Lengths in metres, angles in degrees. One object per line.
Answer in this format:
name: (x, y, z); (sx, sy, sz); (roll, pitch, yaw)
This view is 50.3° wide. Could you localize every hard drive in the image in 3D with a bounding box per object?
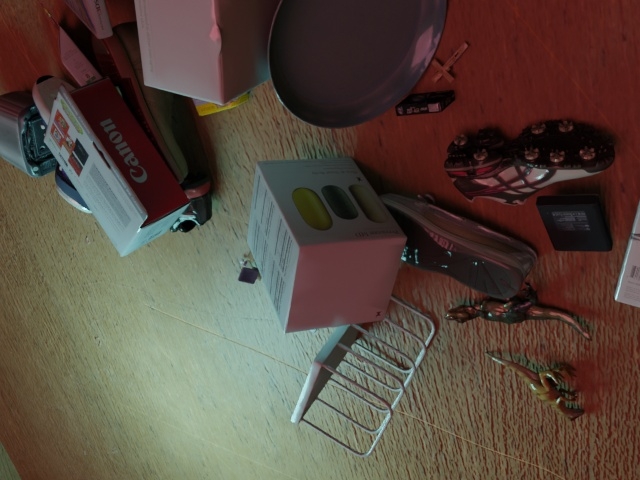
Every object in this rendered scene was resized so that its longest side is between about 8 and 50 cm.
hard drive: (0.415, -0.026, 1.113); (0.094, 0.022, 0.135); (0, 146, 34)

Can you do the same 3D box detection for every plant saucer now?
plant saucer: (0.054, -0.323, 1.057); (0.044, 0.317, 0.318); (52, 141, 40)

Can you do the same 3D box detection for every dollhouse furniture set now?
dollhouse furniture set: (-0.141, 0.035, 1.577); (0.114, 0.091, 0.081); (-67, 30, 17)

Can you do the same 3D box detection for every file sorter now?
file sorter: (0.096, 0.258, 1.378); (0.173, 0.278, 0.193); (28, 130, 11)

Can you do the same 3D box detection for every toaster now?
toaster: (-0.734, -0.278, 1.705); (0.146, 0.129, 0.227); (22, 129, 24)

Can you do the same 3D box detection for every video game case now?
video game case: (-0.494, -0.576, 1.293); (0.329, 0.036, 0.300); (45, 150, 44)

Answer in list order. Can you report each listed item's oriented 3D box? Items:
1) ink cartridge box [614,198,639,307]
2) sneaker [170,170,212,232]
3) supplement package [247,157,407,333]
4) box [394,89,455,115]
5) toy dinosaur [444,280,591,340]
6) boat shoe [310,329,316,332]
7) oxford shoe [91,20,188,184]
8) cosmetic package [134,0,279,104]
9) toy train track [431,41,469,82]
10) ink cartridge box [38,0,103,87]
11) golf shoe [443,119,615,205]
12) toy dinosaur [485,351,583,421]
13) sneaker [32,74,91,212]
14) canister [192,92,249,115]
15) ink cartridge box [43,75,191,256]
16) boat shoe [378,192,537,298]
ink cartridge box: (0.555, 0.003, 1.032); (0.158, 0.092, 0.218); (17, 127, 25)
sneaker: (-0.358, -0.079, 1.592); (0.276, 0.097, 0.135); (-2, 114, 33)
supplement package: (0.000, 0.000, 1.252); (0.263, 0.199, 0.198); (-118, 31, -47)
box: (0.178, -0.233, 1.157); (0.083, 0.067, 0.018); (2, 119, 34)
toy dinosaur: (0.357, 0.118, 1.257); (0.268, 0.064, 0.118); (5, 134, 31)
boat shoe: (-0.009, 0.129, 1.505); (0.083, 0.065, 0.183); (38, 133, 7)
oxford shoe: (-0.340, -0.287, 1.427); (0.123, 0.130, 0.348); (12, 128, 52)
cosmetic package: (-0.110, -0.370, 1.066); (0.155, 0.365, 0.197); (19, 125, 24)
toy train track: (0.216, -0.295, 1.131); (0.048, 0.014, 0.083); (49, 127, 8)
ink cartridge box: (-0.545, -0.396, 1.490); (0.225, 0.056, 0.181); (49, 171, -3)
golf shoe: (0.341, -0.121, 1.114); (0.272, 0.105, 0.120); (2, 139, 35)
toy dinosaur: (0.420, 0.273, 1.307); (0.211, 0.064, 0.112); (41, 133, 7)
sneaker: (-0.621, -0.211, 1.666); (0.236, 0.130, 0.323); (-31, 103, 38)
canister: (-0.224, -0.344, 1.357); (0.126, 0.073, 0.170); (-6, 115, 37)
ink cartridge box: (-0.414, -0.157, 1.397); (0.310, 0.130, 0.272); (57, 148, -1)
boat shoe: (0.232, -0.006, 1.251); (0.320, 0.103, 0.118); (25, 138, 26)
